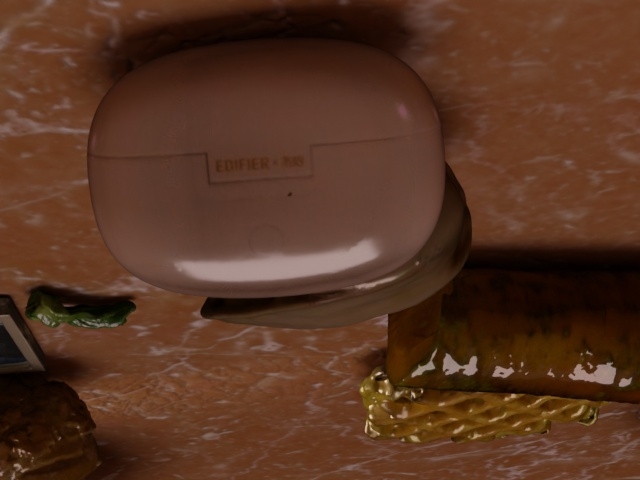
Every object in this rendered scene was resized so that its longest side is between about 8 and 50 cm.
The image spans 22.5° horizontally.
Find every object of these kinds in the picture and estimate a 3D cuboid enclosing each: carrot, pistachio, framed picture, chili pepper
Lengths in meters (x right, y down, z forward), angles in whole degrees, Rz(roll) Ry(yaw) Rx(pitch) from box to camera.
[{"bbox_3d":[0.203,0.072,1.261,0.302,0.114,0.114,5,155,-16],"label":"carrot"},{"bbox_3d":[0.000,0.000,1.018,0.206,0.131,0.129,-18,114,24],"label":"pistachio"},{"bbox_3d":[-0.333,0.086,1.285,0.203,0.015,0.150,-5,158,-1],"label":"framed picture"},{"bbox_3d":[-0.187,0.056,1.234,0.091,0.030,0.034,7,129,-33],"label":"chili pepper"}]

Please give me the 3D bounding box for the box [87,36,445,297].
[{"bbox_3d":[-0.030,-0.040,0.900,0.200,0.146,0.088,-5,-169,2],"label":"box"}]

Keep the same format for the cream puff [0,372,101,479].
[{"bbox_3d":[-0.260,0.164,1.363,0.144,0.103,0.126,-10,-171,-38],"label":"cream puff"}]

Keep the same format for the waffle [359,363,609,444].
[{"bbox_3d":[0.163,0.130,1.459,0.291,0.051,0.291,-7,158,-3],"label":"waffle"}]
